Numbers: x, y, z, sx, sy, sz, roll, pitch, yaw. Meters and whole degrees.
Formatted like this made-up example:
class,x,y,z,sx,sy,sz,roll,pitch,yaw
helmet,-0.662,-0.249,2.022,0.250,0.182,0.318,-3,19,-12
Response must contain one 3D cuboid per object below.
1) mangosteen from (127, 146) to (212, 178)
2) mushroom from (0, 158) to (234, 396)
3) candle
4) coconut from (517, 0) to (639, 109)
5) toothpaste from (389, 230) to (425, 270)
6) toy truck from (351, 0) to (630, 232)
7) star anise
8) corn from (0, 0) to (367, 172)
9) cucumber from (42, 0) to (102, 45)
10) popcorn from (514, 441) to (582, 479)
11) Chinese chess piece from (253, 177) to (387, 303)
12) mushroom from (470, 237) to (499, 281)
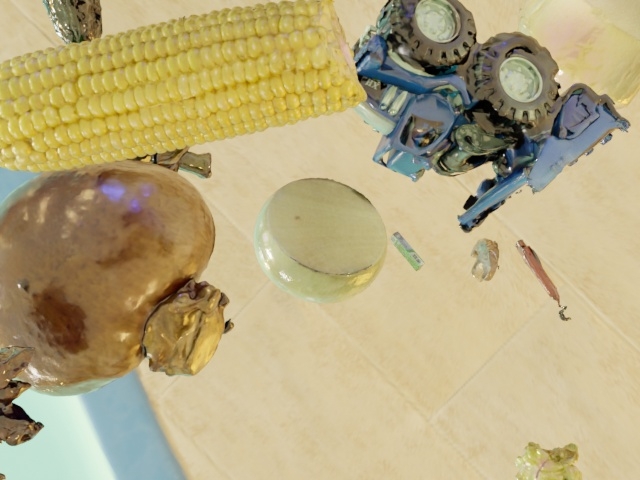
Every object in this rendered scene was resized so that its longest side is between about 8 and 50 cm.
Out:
class,x,y,z,sx,sy,sz,roll,pitch,yaw
mangosteen,-0.261,-0.148,1.343,0.250,0.211,0.211,29,96,-19
mushroom,-0.226,0.037,0.990,0.283,0.195,0.263,21,72,8
candle,0.372,0.064,1.598,0.026,0.021,0.167,-52,48,33
coconut,0.453,-0.341,1.586,0.259,0.259,0.259,0,91,11
toothpaste,0.165,0.021,1.827,0.083,0.017,0.020,51,143,17
toy truck,0.114,-0.090,0.729,0.208,0.113,0.126,27,66,-9
star anise,-0.317,0.138,0.832,0.168,0.057,0.168,-2,105,-7
corn,-0.099,-0.095,0.596,0.248,0.081,0.081,-10,89,9
cucumber,-0.277,-0.306,0.979,0.067,0.067,0.245,-14,119,10
popcorn,0.378,0.380,1.587,0.109,0.097,0.089,-25,58,36
Chinese chess piece,0.000,0.000,1.340,0.188,0.188,0.083,34,138,8
mushroom,0.203,0.023,1.184,0.019,0.101,0.049,23,106,-7
